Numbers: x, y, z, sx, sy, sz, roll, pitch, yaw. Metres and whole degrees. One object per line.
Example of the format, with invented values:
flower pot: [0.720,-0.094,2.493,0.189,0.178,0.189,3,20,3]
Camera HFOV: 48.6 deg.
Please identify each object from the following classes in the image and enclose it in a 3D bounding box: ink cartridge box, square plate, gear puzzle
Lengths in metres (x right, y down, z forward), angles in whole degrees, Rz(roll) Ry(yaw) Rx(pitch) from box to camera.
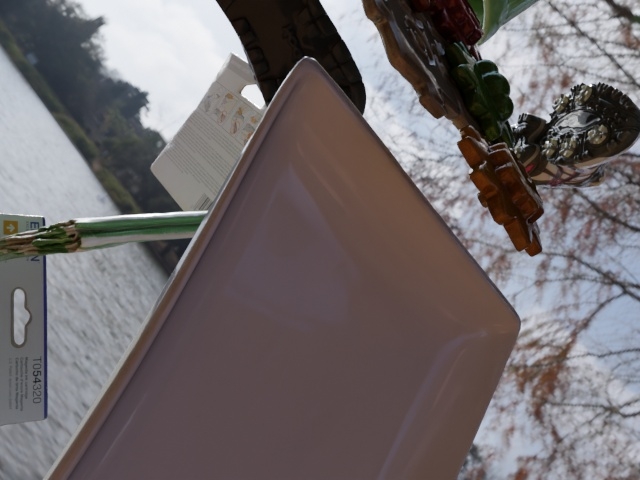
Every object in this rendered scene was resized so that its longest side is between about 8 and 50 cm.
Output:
ink cartridge box: [-0.562,0.114,1.010,0.071,0.330,0.324,-10,-100,42]
square plate: [-0.009,0.126,0.462,0.049,0.347,0.344,15,-20,43]
gear puzzle: [0.084,-0.143,0.475,0.175,0.044,0.339,28,41,-48]
ink cartridge box: [-0.145,-0.154,1.185,0.066,0.261,0.296,32,7,-42]

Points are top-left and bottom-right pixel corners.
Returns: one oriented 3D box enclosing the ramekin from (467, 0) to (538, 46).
ramekin: [0.195,-0.417,0.902,0.303,0.148,0.303,61,0,1]

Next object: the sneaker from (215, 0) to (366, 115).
sneaker: [-0.051,-0.219,0.624,0.124,0.107,0.283,-125,-164,-77]

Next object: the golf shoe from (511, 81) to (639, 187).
golf shoe: [0.332,-0.123,0.905,0.120,0.105,0.273,20,-5,-12]

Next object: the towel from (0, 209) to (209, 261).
towel: [-0.292,-0.003,0.958,0.325,0.248,0.038,-8,-90,45]
